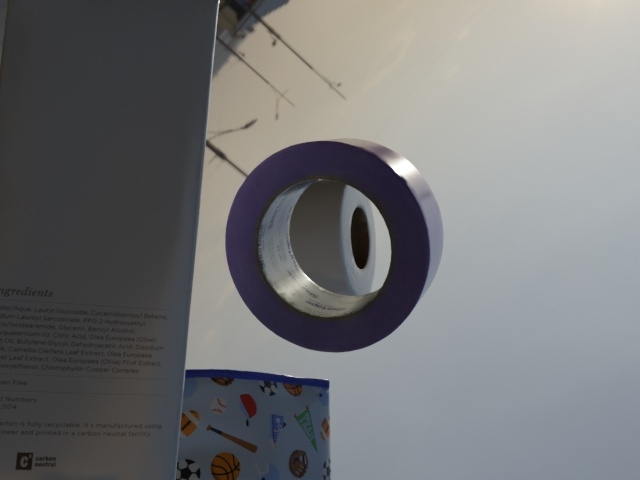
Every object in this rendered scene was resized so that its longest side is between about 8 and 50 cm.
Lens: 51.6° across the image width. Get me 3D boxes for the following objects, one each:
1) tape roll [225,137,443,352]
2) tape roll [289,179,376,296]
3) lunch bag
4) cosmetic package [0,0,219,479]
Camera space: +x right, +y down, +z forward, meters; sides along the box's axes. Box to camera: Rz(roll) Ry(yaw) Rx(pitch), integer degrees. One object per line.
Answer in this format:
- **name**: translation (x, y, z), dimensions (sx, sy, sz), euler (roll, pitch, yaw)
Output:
- **tape roll**: translation (0.014, 0.001, 0.610), dimensions (0.189, 0.189, 0.080), euler (-44, 174, 20)
- **tape roll**: translation (0.000, 0.000, 1.310), dimensions (0.169, 0.246, 0.246), euler (-4, -143, 20)
- **lunch bag**: translation (-0.177, 0.402, 1.192), dimensions (0.239, 0.385, 0.327), euler (-19, -114, 37)
- **cosmetic package**: translation (-0.182, -0.004, 0.544), dimensions (0.197, 0.155, 0.365), euler (170, -74, -75)
